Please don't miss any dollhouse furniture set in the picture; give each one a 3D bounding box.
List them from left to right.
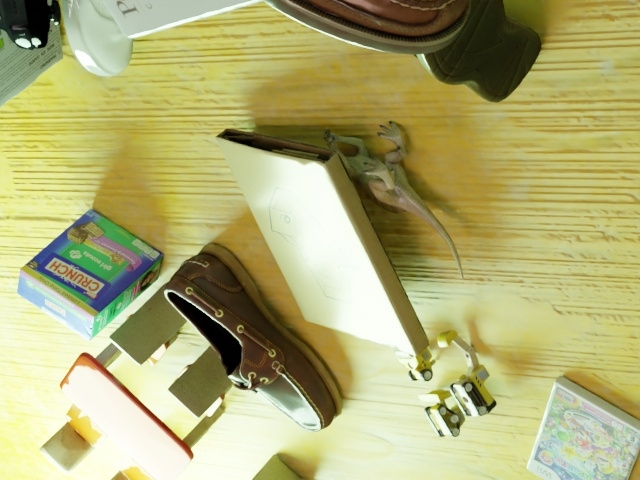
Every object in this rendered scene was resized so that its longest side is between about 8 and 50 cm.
[{"bbox_3d":[-0.152,0.213,1.957,0.259,0.135,0.262,42,141,4],"label":"dollhouse furniture set"}]

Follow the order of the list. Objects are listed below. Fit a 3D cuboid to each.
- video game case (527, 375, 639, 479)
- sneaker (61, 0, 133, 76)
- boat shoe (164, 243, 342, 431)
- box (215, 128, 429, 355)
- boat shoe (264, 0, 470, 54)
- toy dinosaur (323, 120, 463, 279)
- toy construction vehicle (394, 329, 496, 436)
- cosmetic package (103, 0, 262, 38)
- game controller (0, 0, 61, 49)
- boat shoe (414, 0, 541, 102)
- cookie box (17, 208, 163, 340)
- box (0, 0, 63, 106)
[{"bbox_3d":[0.226,0.177,1.688,0.087,0.011,0.122,30,139,18],"label":"video game case"},{"bbox_3d":[-0.163,-0.219,1.644,0.094,0.080,0.212,5,136,9],"label":"sneaker"},{"bbox_3d":[-0.066,0.103,1.836,0.207,0.073,0.073,49,140,-7],"label":"boat shoe"},{"bbox_3d":[0.000,0.000,1.686,0.164,0.021,0.201,15,138,52],"label":"box"},{"bbox_3d":[-0.029,-0.234,1.196,0.307,0.111,0.104,38,144,6],"label":"boat shoe"},{"bbox_3d":[0.056,-0.047,1.625,0.183,0.053,0.092,31,155,29],"label":"toy dinosaur"},{"bbox_3d":[0.113,0.123,1.729,0.098,0.035,0.086,58,151,-12],"label":"toy construction vehicle"},{"bbox_3d":[-0.007,-0.306,1.337,0.453,0.161,0.230,-9,120,48],"label":"cosmetic package"},{"bbox_3d":[-0.249,-0.314,1.575,0.067,0.166,0.319,0,130,3],"label":"game controller"},{"bbox_3d":[0.088,-0.155,1.391,0.073,0.080,0.223,34,-175,24],"label":"boat shoe"},{"bbox_3d":[-0.218,0.032,1.878,0.092,0.107,0.040,31,140,16],"label":"cookie box"},{"bbox_3d":[-0.346,-0.208,1.775,0.203,0.114,0.103,23,138,26],"label":"box"}]
